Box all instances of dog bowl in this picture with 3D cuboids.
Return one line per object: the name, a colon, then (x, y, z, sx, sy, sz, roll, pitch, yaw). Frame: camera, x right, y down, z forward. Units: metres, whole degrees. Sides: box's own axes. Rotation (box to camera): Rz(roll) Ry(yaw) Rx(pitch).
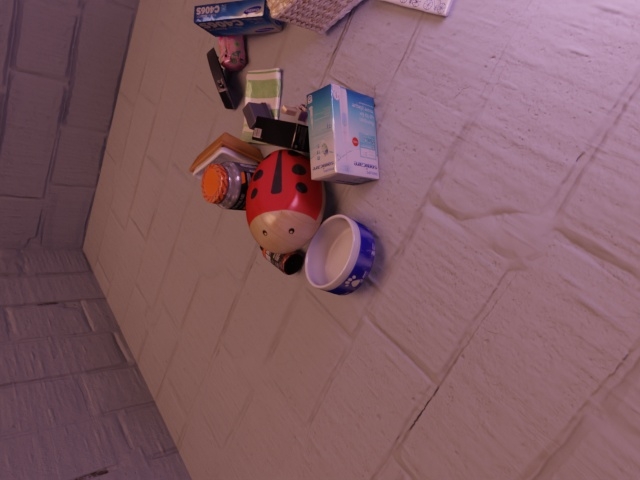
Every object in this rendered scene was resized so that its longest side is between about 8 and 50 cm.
dog bowl: (0.064, 0.051, 1.618, 0.264, 0.104, 0.265, -33, 46, 41)

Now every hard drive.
hard drive: (-0.472, -0.758, 2.221, 0.172, 0.054, 0.255, 79, 172, -71)

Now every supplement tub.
supplement tub: (-0.166, 0.054, 1.915, 0.197, 0.106, 0.106, 34, 113, 42)
supplement tub: (-0.310, -0.218, 1.920, 0.193, 0.315, 0.194, -1, 89, 46)

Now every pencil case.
pencil case: (-0.420, -0.941, 2.191, 0.124, 0.124, 0.285, -15, 78, 45)

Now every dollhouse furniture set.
dollhouse furniture set: (-0.108, -0.539, 1.865, 0.081, 0.114, 0.091, 51, 126, 39)

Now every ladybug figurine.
ladybug figurine: (-0.138, -0.171, 1.720, 0.304, 0.162, 0.450, -8, 58, 8)

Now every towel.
towel: (-0.267, -0.592, 2.085, 0.247, 0.038, 0.325, 15, 100, 45)

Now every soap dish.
soap dish: (-0.420, -0.353, 2.116, 0.290, 0.228, 0.118, -25, 55, 43)

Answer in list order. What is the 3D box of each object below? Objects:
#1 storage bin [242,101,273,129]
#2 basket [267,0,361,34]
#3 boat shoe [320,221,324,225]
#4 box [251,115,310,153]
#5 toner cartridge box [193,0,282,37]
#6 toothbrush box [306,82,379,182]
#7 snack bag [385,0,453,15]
storage bin: (-0.275, -0.523, 2.008, 0.098, 0.091, 0.135, -37, 65, 39)
basket: (-0.022, -0.959, 1.614, 0.331, 0.266, 0.329, -23, 83, 43)
boat shoe: (0.000, 0.000, 1.788, 0.045, 0.050, 0.136, -7, 74, 49)
box: (-0.111, -0.402, 1.813, 0.261, 0.184, 0.103, 24, 103, 44)
toner cartridge box: (-0.350, -0.945, 2.003, 0.347, 0.165, 0.075, 6, 94, 24)
toothbrush box: (0.077, -0.348, 1.592, 0.126, 0.216, 0.296, -7, 83, 46)
snack bag: (0.344, -0.896, 1.456, 0.323, 0.037, 0.343, 41, 117, 39)
